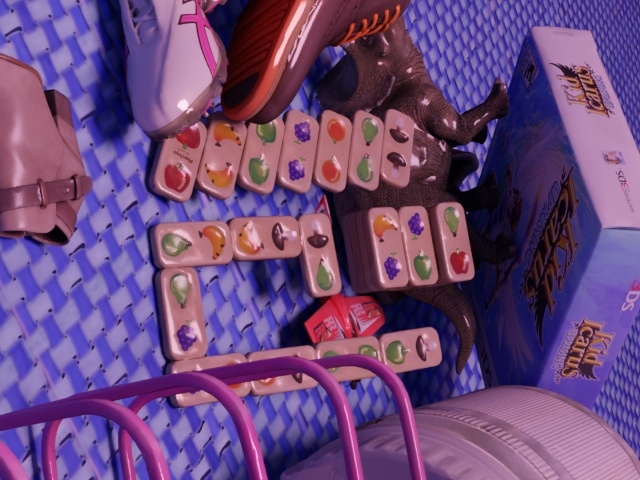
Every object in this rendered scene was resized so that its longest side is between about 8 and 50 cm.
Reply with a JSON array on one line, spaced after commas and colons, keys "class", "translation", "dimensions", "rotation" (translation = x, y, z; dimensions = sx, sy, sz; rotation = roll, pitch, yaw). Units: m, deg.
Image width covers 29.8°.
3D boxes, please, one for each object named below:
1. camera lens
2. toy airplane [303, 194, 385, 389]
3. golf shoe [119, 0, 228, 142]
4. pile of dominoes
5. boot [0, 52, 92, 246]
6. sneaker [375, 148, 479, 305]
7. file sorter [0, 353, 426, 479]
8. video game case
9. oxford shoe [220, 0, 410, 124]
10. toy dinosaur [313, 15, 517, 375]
[{"class": "camera lens", "translation": [0.102, 0.219, 0.824], "dimensions": [0.274, 0.219, 0.220], "rotation": [0, 79, -61]}, {"class": "toy airplane", "translation": [0.007, 0.042, 0.921], "dimensions": [0.151, 0.028, 0.151], "rotation": [-12, 90, -67]}, {"class": "golf shoe", "translation": [-0.104, -0.143, 0.758], "dimensions": [0.086, 0.067, 0.186], "rotation": [41, 35, -40]}, {"class": "pile of dominoes", "translation": [0.000, 0.000, 0.820], "dimensions": [0.251, 0.040, 0.196], "rotation": [-4, 82, -40]}, {"class": "boot", "translation": [-0.164, -0.046, 0.632], "dimensions": [0.118, 0.042, 0.087], "rotation": [22, 63, -57]}, {"class": "sneaker", "translation": [0.090, -0.022, 1.051], "dimensions": [0.066, 0.071, 0.188], "rotation": [58, 34, -32]}, {"class": "file sorter", "translation": [-0.089, 0.156, 0.523], "dimensions": [0.290, 0.202, 0.182], "rotation": [-2, 80, -61]}, {"class": "video game case", "translation": [0.185, 0.005, 0.988], "dimensions": [0.244, 0.061, 0.270], "rotation": [-99, -165, -46]}, {"class": "oxford shoe", "translation": [0.019, -0.175, 0.844], "dimensions": [0.098, 0.097, 0.271], "rotation": [39, 60, -22]}, {"class": "toy dinosaur", "translation": [0.071, -0.050, 0.981], "dimensions": [0.121, 0.160, 0.314], "rotation": [-157, -116, -83]}]
